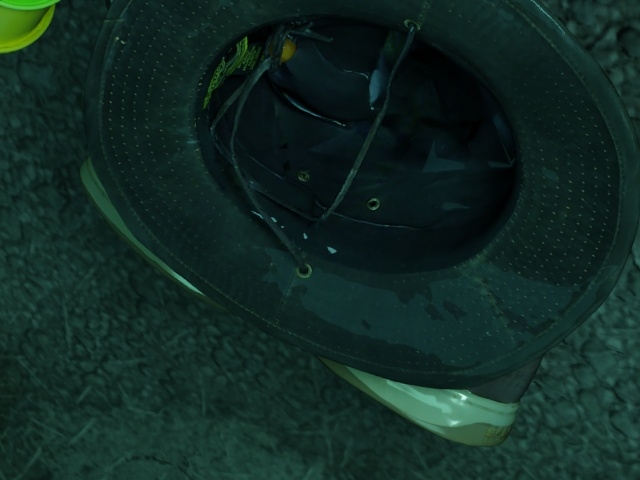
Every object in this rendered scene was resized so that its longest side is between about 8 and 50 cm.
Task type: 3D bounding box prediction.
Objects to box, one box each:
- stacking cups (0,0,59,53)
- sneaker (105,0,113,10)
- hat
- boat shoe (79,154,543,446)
[{"bbox_3d":[-0.159,-0.214,1.210,0.096,0.096,0.316,47,150,-5],"label":"stacking cups"},{"bbox_3d":[-0.070,-0.200,1.193,0.100,0.108,0.271,43,139,-3],"label":"sneaker"},{"bbox_3d":[0.035,-0.074,1.183,0.331,0.134,0.331,9,123,15],"label":"hat"},{"bbox_3d":[0.000,0.000,1.315,0.342,0.123,0.123,32,107,19],"label":"boat shoe"}]
